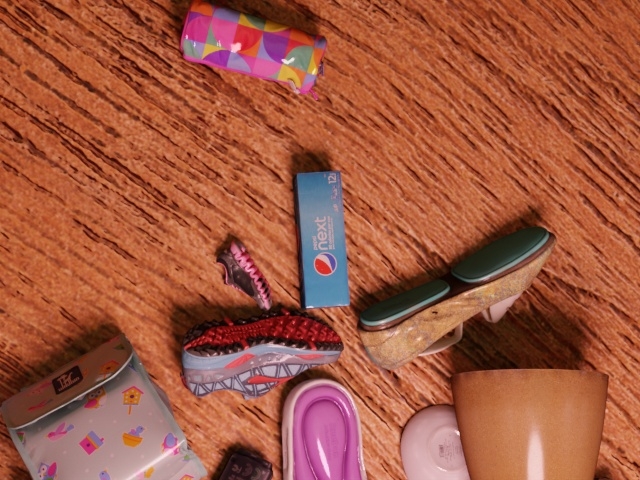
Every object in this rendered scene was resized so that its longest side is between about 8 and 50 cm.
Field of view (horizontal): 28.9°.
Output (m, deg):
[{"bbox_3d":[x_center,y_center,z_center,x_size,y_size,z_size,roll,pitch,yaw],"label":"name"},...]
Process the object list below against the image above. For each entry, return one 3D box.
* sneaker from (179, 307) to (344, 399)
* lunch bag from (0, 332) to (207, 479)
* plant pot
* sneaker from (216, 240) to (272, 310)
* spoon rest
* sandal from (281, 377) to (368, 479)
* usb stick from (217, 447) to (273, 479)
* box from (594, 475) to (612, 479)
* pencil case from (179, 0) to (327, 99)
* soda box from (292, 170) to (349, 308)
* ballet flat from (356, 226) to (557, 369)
[{"bbox_3d":[-0.093,0.181,1.904,0.261,0.104,0.125,-2,126,-22],"label":"sneaker"},{"bbox_3d":[-0.324,0.276,1.805,0.223,0.160,0.262,-31,58,-8],"label":"lunch bag"},{"bbox_3d":[0.315,0.328,1.853,0.237,0.237,0.254,1,79,-8],"label":"plant pot"},{"bbox_3d":[-0.120,0.061,1.928,0.057,0.047,0.119,-31,90,12],"label":"sneaker"},{"bbox_3d":[0.194,0.394,1.933,0.137,0.084,0.276,2,72,-9],"label":"spoon rest"},{"bbox_3d":[0.028,0.415,1.872,0.169,0.102,0.416,-14,86,-22],"label":"sandal"},{"bbox_3d":[-0.160,0.448,1.862,0.077,0.045,0.278,23,75,16],"label":"usb stick"},{"bbox_3d":[0.409,0.559,1.941,0.242,0.076,0.307,-25,90,-9],"label":"box"},{"bbox_3d":[-0.103,-0.299,1.928,0.236,0.104,0.104,17,83,-5],"label":"pencil case"},{"bbox_3d":[0.000,0.000,1.932,0.071,0.067,0.210,-3,86,-8],"label":"soda box"},{"bbox_3d":[0.222,0.096,1.944,0.348,0.123,0.123,-27,90,-10],"label":"ballet flat"}]
